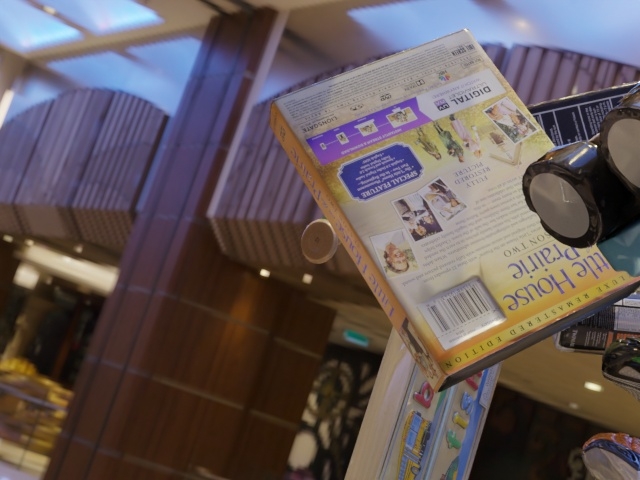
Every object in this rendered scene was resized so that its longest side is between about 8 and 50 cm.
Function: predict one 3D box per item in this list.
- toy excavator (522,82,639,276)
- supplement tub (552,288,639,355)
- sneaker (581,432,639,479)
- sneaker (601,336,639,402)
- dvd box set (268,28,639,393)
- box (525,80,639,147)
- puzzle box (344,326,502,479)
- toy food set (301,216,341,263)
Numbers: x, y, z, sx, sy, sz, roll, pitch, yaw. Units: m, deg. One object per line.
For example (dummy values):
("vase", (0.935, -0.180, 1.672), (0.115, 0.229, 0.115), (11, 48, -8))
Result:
("toy excavator", (0.474, 0.001, 0.990), (0.445, 0.222, 0.433), (53, -25, 2))
("supplement tub", (0.468, 0.126, 1.669), (0.190, 0.117, 0.117), (5, -12, 6))
("sneaker", (0.308, 0.291, 0.928), (0.262, 0.121, 0.099), (49, 19, 10))
("sneaker", (0.443, 0.230, 1.184), (0.343, 0.146, 0.134), (38, 3, -12))
("dvd box set", (0.166, -0.055, 1.326), (0.420, 0.308, 0.062), (58, -21, 21))
("box", (0.479, -0.105, 1.865), (0.294, 0.296, 0.183), (-12, -5, -8))
("puzzle box", (0.144, 0.306, 1.550), (0.052, 0.408, 0.272), (6, -21, 36))
("toy food set", (0.000, 0.000, 1.882), (0.083, 0.083, 0.020), (28, 8, 36))
